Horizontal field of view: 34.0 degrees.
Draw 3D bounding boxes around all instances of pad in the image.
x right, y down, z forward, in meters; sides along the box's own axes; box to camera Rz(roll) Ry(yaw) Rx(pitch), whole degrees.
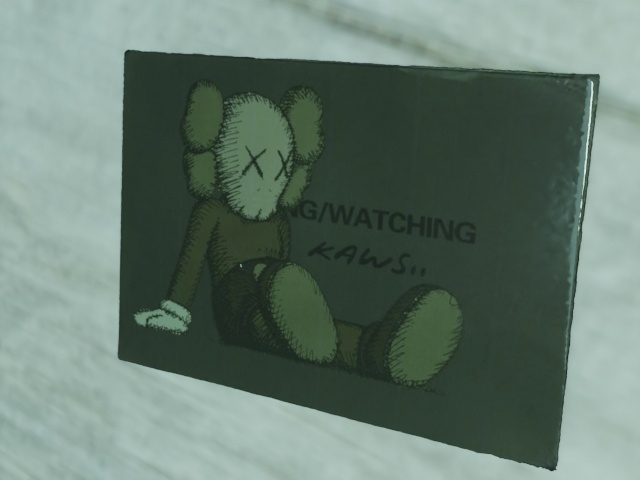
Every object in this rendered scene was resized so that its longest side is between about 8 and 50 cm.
[{"bbox_3d":[0.000,0.000,0.373,0.190,0.004,0.127,9,102,30],"label":"pad"}]
